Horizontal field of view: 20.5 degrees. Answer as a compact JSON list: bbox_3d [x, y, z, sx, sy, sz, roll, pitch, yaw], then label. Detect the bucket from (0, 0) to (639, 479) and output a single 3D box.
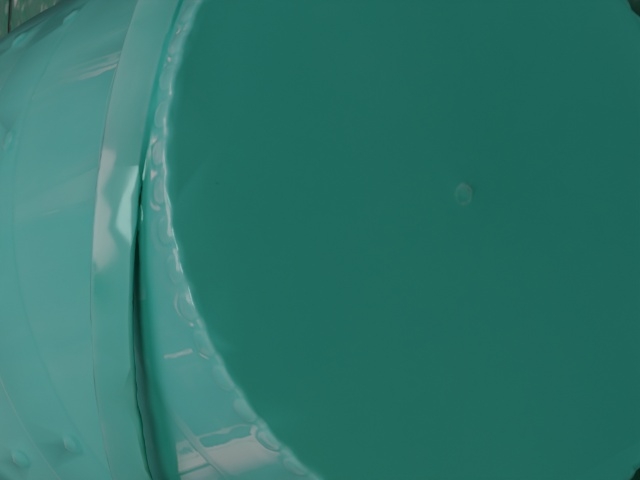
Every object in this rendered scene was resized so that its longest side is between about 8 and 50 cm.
[{"bbox_3d":[0.000,0.000,0.679,0.183,0.281,0.281,-19,69,54],"label":"bucket"}]
